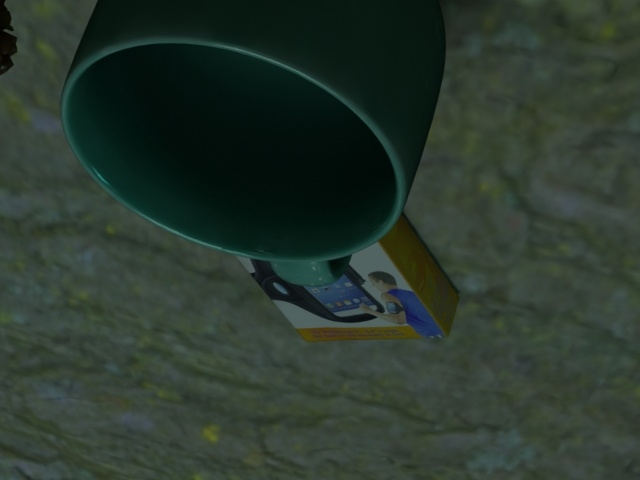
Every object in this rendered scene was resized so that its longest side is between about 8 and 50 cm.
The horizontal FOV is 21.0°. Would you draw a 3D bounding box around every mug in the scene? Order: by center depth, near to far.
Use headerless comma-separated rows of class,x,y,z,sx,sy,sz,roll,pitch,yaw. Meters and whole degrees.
mug,-0.023,-0.061,0.645,0.129,0.097,0.158,22,149,-7

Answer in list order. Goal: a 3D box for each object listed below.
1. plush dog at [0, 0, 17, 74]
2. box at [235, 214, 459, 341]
plush dog,-0.086,-0.153,0.411,0.210,0.225,0.262,19,149,-2
box,0.000,0.000,0.797,0.081,0.028,0.136,-4,144,31
